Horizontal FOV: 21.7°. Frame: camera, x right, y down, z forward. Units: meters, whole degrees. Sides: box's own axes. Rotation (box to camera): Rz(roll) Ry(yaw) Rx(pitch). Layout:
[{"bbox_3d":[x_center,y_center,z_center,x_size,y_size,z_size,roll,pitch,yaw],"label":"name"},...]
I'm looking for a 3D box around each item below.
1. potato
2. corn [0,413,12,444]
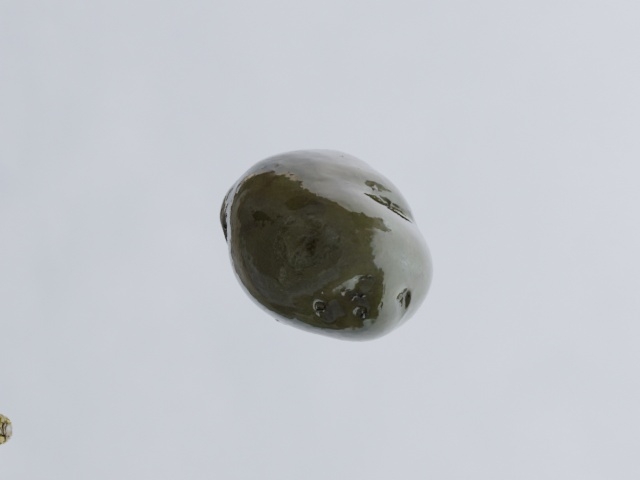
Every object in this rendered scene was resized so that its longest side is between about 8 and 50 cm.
[{"bbox_3d":[0.000,0.000,2.112,0.326,0.243,0.221,45,-51,51],"label":"potato"},{"bbox_3d":[-0.358,0.192,1.706,0.092,0.037,0.037,0,-85,27],"label":"corn"}]
